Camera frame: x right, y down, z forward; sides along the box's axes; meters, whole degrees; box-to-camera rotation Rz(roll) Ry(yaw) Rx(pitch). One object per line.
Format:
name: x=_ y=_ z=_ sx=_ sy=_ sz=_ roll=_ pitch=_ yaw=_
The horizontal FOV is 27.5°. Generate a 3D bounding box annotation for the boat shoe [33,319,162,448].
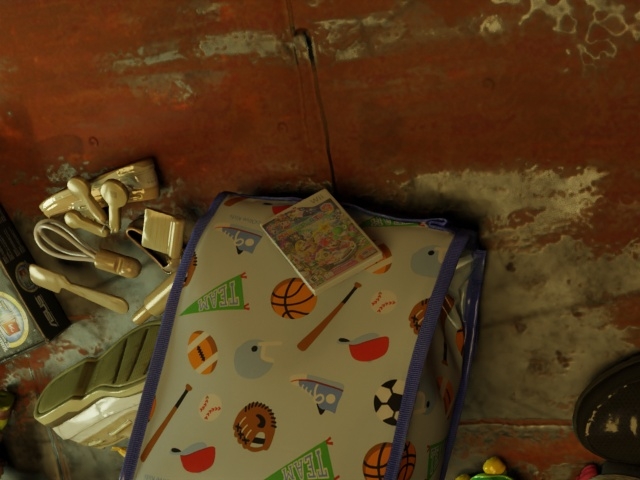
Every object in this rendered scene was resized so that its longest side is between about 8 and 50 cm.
boat shoe: x=-0.236 y=0.189 z=1.670 sx=0.302 sy=0.113 sz=0.103 roll=-23 pitch=125 yaw=40

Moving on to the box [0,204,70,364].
box: x=-0.488 y=0.045 z=1.740 sx=0.216 sy=0.060 sz=0.270 roll=-23 pitch=101 yaw=29

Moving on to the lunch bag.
lunch bag: x=-0.006 y=0.147 z=1.467 sx=0.327 sy=0.239 sz=0.386 roll=8 pitch=81 yaw=21

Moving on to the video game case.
video game case: x=0.000 y=0.000 z=1.419 sx=0.122 sy=0.087 sz=0.011 roll=50 pitch=162 yaw=39

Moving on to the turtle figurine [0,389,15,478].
turtle figurine: x=-0.474 y=0.314 z=1.829 sx=0.269 sy=0.087 sz=0.217 roll=18 pitch=109 yaw=25

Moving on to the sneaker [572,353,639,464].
sneaker: x=0.423 y=0.188 z=1.366 sx=0.340 sy=0.139 sz=0.125 roll=-10 pitch=108 yaw=27

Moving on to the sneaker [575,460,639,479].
sneaker: x=0.419 y=0.334 z=1.443 sx=0.299 sy=0.112 sz=0.121 roll=5 pitch=112 yaw=21

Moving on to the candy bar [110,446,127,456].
candy bar: x=-0.201 y=0.302 z=1.721 sx=0.161 sy=0.018 sz=0.040 roll=24 pitch=161 yaw=-3

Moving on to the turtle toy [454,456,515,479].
turtle toy: x=0.194 y=0.326 z=1.561 sx=0.130 sy=0.066 sz=0.095 roll=-37 pitch=94 yaw=30

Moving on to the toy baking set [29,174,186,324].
toy baking set: x=-0.252 y=0.016 z=1.602 sx=0.197 sy=0.030 sz=0.256 roll=41 pitch=132 yaw=-5

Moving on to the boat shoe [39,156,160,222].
boat shoe: x=-0.271 y=-0.050 z=1.608 sx=0.170 sy=0.063 sz=0.059 roll=-18 pitch=97 yaw=27

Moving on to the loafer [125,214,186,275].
loafer: x=-0.189 y=0.020 z=1.615 sx=0.125 sy=0.039 sz=0.045 roll=41 pitch=120 yaw=3
